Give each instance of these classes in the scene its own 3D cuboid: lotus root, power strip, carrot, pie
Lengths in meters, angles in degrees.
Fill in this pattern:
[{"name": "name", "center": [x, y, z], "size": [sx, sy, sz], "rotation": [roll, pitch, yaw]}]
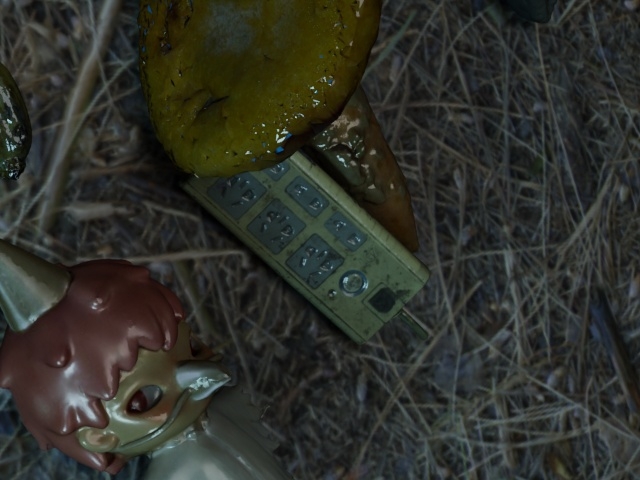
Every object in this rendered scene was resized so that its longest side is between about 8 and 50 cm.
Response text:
[{"name": "lotus root", "center": [-0.251, -0.092, 1.167], "size": [0.054, 0.049, 0.099], "rotation": [-20, 92, -14]}, {"name": "power strip", "center": [0.000, 0.000, 1.295], "size": [0.092, 0.034, 0.268], "rotation": [-44, 109, 9]}, {"name": "carrot", "center": [0.015, -0.097, 1.319], "size": [0.102, 0.102, 0.263], "rotation": [-43, 110, -32]}, {"name": "pie", "center": [-0.059, -0.180, 1.191], "size": [0.069, 0.273, 0.273], "rotation": [5, 76, -50]}]

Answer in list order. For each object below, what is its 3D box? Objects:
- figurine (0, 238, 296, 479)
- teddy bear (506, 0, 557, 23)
[{"name": "figurine", "center": [-0.130, 0.117, 1.134], "size": [0.387, 0.166, 0.207], "rotation": [57, 40, -14]}, {"name": "teddy bear", "center": [0.243, -0.307, 1.474], "size": [0.251, 0.144, 0.171], "rotation": [-56, 150, -34]}]
